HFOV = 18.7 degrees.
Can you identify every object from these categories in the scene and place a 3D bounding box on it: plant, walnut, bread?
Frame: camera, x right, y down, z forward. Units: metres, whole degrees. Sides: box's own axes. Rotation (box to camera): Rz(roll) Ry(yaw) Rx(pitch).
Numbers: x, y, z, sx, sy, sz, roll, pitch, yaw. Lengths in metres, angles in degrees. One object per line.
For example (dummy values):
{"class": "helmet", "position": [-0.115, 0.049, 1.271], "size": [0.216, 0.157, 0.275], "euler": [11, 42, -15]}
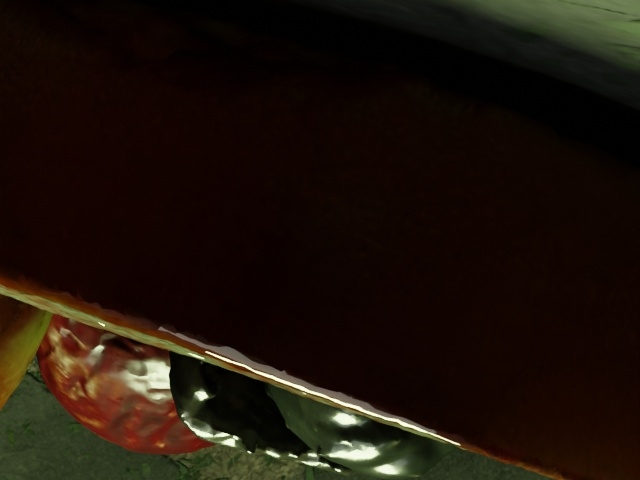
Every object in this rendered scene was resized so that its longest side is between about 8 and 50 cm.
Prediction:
{"class": "plant", "position": [-0.005, 0.037, 1.065], "size": [0.142, 0.164, 0.256], "euler": [18, -172, -33]}
{"class": "walnut", "position": [-0.107, 0.049, 1.521], "size": [0.244, 0.221, 0.269], "euler": [-15, 172, -7]}
{"class": "bread", "position": [-0.003, -0.001, 0.707], "size": [0.328, 0.114, 0.295], "euler": [17, 178, 20]}

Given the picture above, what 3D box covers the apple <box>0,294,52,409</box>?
{"class": "apple", "position": [-0.234, 0.012, 0.933], "size": [0.206, 0.251, 0.272], "euler": [22, -175, -14]}
